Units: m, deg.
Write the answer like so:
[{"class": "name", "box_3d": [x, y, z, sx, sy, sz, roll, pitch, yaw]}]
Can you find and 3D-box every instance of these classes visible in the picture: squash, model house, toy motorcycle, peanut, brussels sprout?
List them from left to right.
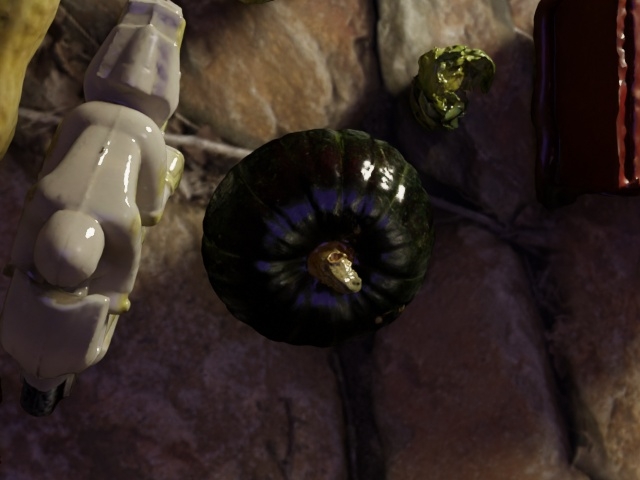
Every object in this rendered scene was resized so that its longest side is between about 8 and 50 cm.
[{"class": "peanut", "box_3d": [-0.299, -0.138, 0.908, 0.125, 0.111, 0.274, 20, 86, -4]}, {"class": "toy motorcycle", "box_3d": [-0.176, -0.022, 0.875, 0.108, 0.223, 0.340, 18, 84, -4]}, {"class": "squash", "box_3d": [-0.002, -0.002, 0.938, 0.193, 0.156, 0.193, 2, 101, 12]}, {"class": "brussels sprout", "box_3d": [0.112, -0.137, 1.008, 0.085, 0.058, 0.085, -14, 114, -36]}, {"class": "model house", "box_3d": [0.333, -0.124, 0.992, 0.254, 0.160, 0.195, 0, 89, -11]}]

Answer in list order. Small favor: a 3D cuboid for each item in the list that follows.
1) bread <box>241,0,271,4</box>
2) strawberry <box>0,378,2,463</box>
[{"class": "bread", "box_3d": [0.055, -0.330, 0.987, 0.368, 0.084, 0.077, -39, 135, -9]}, {"class": "strawberry", "box_3d": [-0.371, 0.178, 0.898, 0.228, 0.098, 0.174, 0, 89, -10]}]
